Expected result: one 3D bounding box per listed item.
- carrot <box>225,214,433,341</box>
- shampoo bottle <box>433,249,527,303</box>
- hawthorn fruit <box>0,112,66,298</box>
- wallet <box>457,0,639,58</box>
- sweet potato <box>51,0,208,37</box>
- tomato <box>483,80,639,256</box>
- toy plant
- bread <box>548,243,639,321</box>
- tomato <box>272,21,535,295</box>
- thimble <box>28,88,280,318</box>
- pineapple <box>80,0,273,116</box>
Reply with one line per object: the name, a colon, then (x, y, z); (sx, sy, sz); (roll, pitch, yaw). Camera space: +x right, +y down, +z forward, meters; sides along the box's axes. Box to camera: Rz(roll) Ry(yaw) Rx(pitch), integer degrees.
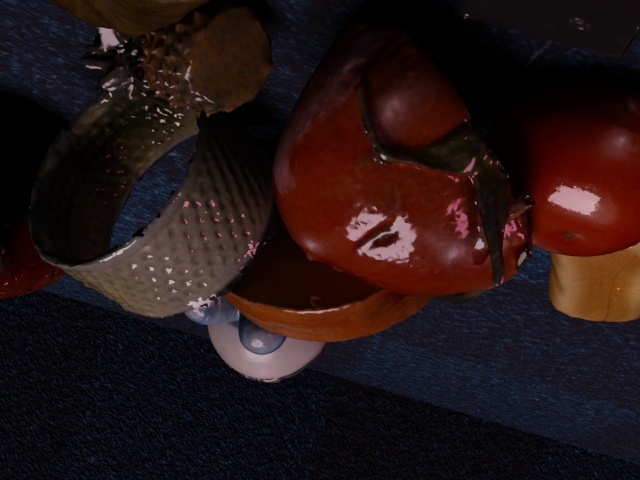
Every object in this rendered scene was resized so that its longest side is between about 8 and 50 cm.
carrot: (0.000, 0.000, 1.087); (0.307, 0.258, 0.100); (7, 142, 19)
shampoo bottle: (0.207, 0.002, 1.173); (0.125, 0.084, 0.350); (19, 162, -3)
hawthorn fruit: (-0.485, -0.050, 1.309); (0.315, 0.316, 0.316); (15, 163, 5)
wallet: (0.185, -0.214, 0.617); (0.146, 0.030, 0.285); (19, 164, 4)
sweet potato: (-0.140, -0.233, 0.709); (0.130, 0.131, 0.422); (24, 169, -25)
tomato: (0.243, -0.063, 0.848); (0.195, 0.136, 0.195); (15, 162, 5)
toy plant: (-0.103, 0.081, 1.474); (0.247, 0.247, 0.332); (13, 160, 11)
bread: (0.343, 0.017, 1.079); (0.141, 0.091, 0.305); (9, 161, 16)
tomato: (0.043, -0.046, 0.852); (0.309, 0.170, 0.309); (51, 165, 19)
thimble: (-0.193, -0.056, 1.054); (0.270, 0.271, 0.150); (3, 156, 36)
pineapple: (-0.159, -0.187, 0.908); (0.125, 0.125, 0.251); (31, 168, -39)
